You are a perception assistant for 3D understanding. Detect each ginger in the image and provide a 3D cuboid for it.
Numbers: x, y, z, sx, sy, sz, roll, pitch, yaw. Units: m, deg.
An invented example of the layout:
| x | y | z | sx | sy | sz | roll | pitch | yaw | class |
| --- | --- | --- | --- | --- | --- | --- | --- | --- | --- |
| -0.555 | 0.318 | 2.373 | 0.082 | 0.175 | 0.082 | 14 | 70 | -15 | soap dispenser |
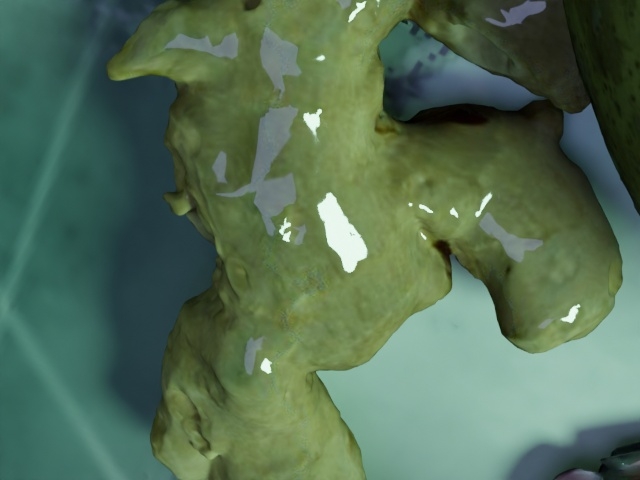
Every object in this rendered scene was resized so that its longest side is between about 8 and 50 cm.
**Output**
| x | y | z | sx | sy | sz | roll | pitch | yaw | class |
| --- | --- | --- | --- | --- | --- | --- | --- | --- | --- |
| 0.015 | -0.003 | 0.501 | 0.149 | 0.065 | 0.258 | -2 | 105 | 12 | ginger |

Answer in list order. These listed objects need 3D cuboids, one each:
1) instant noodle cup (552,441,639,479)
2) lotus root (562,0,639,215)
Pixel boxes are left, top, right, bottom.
| x | y | z | sx | sy | sz | roll | pitch | yaw | class |
| --- | --- | --- | --- | --- | --- | --- | --- | --- | --- |
| 0.111 | 0.224 | 0.484 | 0.258 | 0.181 | 0.302 | -20 | 102 | 18 | instant noodle cup |
| 0.128 | -0.057 | 0.406 | 0.154 | 0.154 | 0.278 | -28 | 91 | 21 | lotus root |
